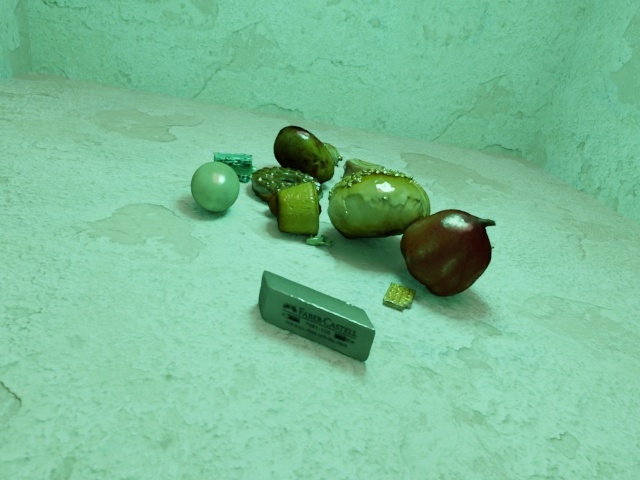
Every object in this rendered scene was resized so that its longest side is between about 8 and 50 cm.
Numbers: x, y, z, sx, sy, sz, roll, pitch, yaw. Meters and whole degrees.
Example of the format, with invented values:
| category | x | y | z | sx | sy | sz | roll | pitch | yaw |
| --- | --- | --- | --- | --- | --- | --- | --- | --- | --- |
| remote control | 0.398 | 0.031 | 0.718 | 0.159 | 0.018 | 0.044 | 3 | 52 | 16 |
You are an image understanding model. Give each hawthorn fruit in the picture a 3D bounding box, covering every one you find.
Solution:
| category | x | y | z | sx | sy | sz | roll | pitch | yaw |
| --- | --- | --- | --- | --- | --- | --- | --- | --- | --- |
| hawthorn fruit | 0.418 | 0.035 | 1.509 | 0.294 | 0.311 | 0.295 | 5 | 54 | -7 |

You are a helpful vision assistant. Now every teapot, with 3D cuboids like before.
| category | x | y | z | sx | sy | sz | roll | pitch | yaw |
| --- | --- | --- | --- | --- | --- | --- | --- | --- | --- |
| teapot | -0.164 | -0.147 | 1.841 | 0.173 | 0.116 | 0.116 | 29 | 15 | -34 |

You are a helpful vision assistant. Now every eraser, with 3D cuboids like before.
| category | x | y | z | sx | sy | sz | roll | pitch | yaw |
| --- | --- | --- | --- | --- | --- | --- | --- | --- | --- |
| eraser | -0.021 | 0.198 | 1.193 | 0.352 | 0.112 | 0.077 | 20 | 29 | 14 |

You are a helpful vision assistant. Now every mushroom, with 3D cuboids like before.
| category | x | y | z | sx | sy | sz | roll | pitch | yaw |
| --- | --- | --- | --- | --- | --- | --- | --- | --- | --- |
| mushroom | -0.068 | -0.430 | 2.226 | 0.345 | 0.345 | 0.260 | 29 | 66 | 29 |

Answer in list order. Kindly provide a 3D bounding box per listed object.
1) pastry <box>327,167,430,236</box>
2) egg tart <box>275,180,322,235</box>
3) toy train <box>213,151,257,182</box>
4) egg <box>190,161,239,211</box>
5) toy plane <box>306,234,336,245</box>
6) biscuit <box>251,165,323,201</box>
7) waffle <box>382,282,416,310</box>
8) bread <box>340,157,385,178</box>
| category | x | y | z | sx | sy | sz | roll | pitch | yaw |
| --- | --- | --- | --- | --- | --- | --- | --- | --- | --- |
| pastry | 0.213 | -0.140 | 1.698 | 0.409 | 0.245 | 0.409 | -3 | -7 | 0 |
| egg tart | -0.081 | -0.120 | 1.714 | 0.170 | 0.215 | 0.215 | -4 | 29 | -10 |
| toy train | -0.409 | -0.351 | 2.121 | 0.203 | 0.112 | 0.163 | 2 | 22 | -23 |
| egg | -0.406 | -0.208 | 1.740 | 0.186 | 0.187 | 0.253 | 7 | 26 | -11 |
| toy plane | 0.000 | 0.000 | 1.680 | 0.111 | 0.040 | 0.102 | 6 | 8 | -18 |
| biscuit | -0.153 | -0.242 | 2.024 | 0.331 | 0.103 | 0.332 | 11 | 27 | -6 |
| waffle | 0.256 | 0.181 | 1.454 | 0.092 | 0.021 | 0.135 | 19 | 27 | 13 |
| bread | 0.233 | -0.358 | 2.412 | 0.244 | 0.123 | 0.190 | 15 | 27 | 6 |
